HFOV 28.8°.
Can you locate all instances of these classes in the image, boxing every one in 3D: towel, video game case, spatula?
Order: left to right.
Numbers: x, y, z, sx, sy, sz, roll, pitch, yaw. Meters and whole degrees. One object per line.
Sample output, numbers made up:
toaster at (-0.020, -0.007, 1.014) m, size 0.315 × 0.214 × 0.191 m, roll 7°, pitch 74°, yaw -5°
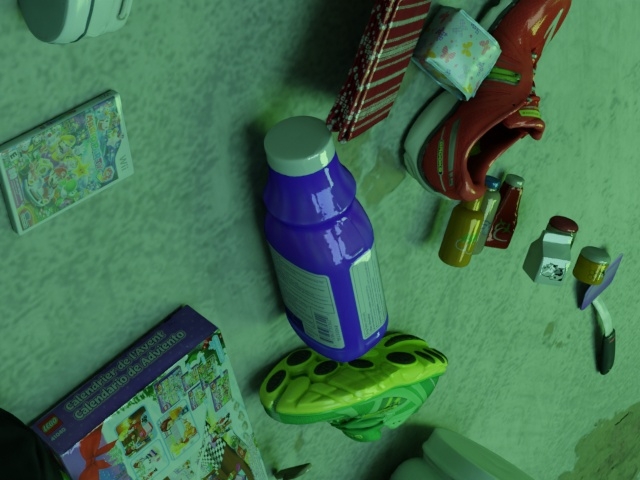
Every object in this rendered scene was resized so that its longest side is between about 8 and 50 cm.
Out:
video game case at (-0.217, -0.067, 1.064) m, size 0.122 × 0.011 × 0.087 m, roll -33°, pitch 137°, yaw -29°
towel at (0.082, -0.236, 1.204) m, size 0.199 × 0.031 × 0.275 m, roll -40°, pitch 151°, yaw -69°
spatula at (0.444, 0.128, 1.953) m, size 0.084 × 0.030 × 0.296 m, roll -41°, pitch 142°, yaw -19°

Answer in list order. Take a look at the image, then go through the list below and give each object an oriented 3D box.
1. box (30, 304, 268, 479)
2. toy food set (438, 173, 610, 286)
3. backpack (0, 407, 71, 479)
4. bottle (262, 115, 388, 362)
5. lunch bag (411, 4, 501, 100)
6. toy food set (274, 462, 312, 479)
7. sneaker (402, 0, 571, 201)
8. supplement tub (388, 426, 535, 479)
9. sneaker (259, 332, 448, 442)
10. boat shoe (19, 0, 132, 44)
box at (-0.166, 0.231, 1.307) m, size 0.201 × 0.057 × 0.293 m, roll -39°, pitch 141°, yaw -25°
toy food set at (0.256, -0.020, 1.544) m, size 0.232 × 0.111 × 0.105 m, roll 9°, pitch 113°, yaw -18°
backpack at (-0.282, 0.372, 1.149) m, size 0.290 × 0.273 × 0.355 m, roll -52°, pitch 159°, yaw -28°
bottle at (0.000, 0.000, 1.274) m, size 0.092 × 0.118 × 0.283 m, roll -37°, pitch 139°, yaw -23°
lunch bag at (0.146, -0.198, 1.333) m, size 0.083 × 0.053 × 0.071 m, roll 35°, pitch 88°, yaw -28°
toy food set at (-0.085, 0.336, 1.440) m, size 0.192 × 0.038 × 0.132 m, roll -39°, pitch -179°, yaw -22°
sneaker at (0.211, -0.162, 1.392) m, size 0.279 × 0.118 × 0.107 m, roll -58°, pitch 145°, yaw 2°
supplement tub at (0.158, 0.443, 1.690) m, size 0.235 × 0.235 × 0.325 m, roll 26°, pitch 96°, yaw -54°
sneaker at (0.046, 0.189, 1.475) m, size 0.295 × 0.109 × 0.124 m, roll -3°, pitch 115°, yaw -48°
boat shoe at (-0.160, -0.269, 0.919) m, size 0.084 × 0.095 × 0.258 m, roll -16°, pitch 138°, yaw -43°
